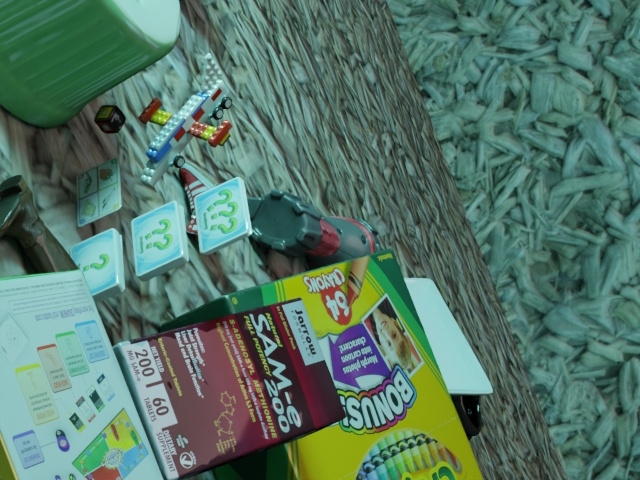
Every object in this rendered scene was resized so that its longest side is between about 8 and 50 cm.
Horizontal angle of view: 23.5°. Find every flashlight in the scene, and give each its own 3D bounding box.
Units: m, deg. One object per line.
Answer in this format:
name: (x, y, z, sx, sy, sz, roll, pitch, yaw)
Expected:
flashlight: (0.000, 0.000, 2.079, 0.304, 0.103, 0.103, 24, 48, -71)

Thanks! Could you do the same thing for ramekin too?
ramekin: (-0.260, -0.275, 1.483, 0.303, 0.148, 0.303, 58, 17, -30)

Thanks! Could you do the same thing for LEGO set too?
LEGO set: (-0.164, -0.068, 1.446, 0.060, 0.182, 0.244, 55, 18, -42)

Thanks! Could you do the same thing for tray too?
tray: (0.130, 0.139, 2.160, 0.270, 0.145, 0.030, -116, -146, -52)

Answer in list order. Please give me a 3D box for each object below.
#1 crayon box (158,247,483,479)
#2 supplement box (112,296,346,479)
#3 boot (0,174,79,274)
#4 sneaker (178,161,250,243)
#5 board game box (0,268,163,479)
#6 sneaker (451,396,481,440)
crayon box: (0.018, 0.191, 1.676, 0.363, 0.106, 0.313, -15, 81, -59)
supplement box: (-0.095, 0.140, 1.410, 0.239, 0.073, 0.130, -13, 79, -49)
boot: (-0.248, 0.011, 1.332, 0.106, 0.037, 0.114, -78, 147, -62)
sneaker: (-0.141, -0.039, 1.781, 0.118, 0.067, 0.042, 40, 0, 35)
board game box: (-0.201, 0.183, 1.176, 0.316, 0.064, 0.242, 68, 15, 5)
sneaker: (0.147, 0.183, 2.227, 0.104, 0.147, 0.296, 36, 33, -60)
